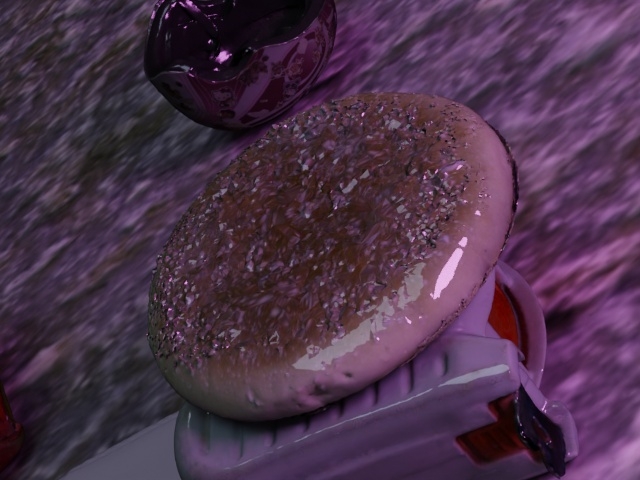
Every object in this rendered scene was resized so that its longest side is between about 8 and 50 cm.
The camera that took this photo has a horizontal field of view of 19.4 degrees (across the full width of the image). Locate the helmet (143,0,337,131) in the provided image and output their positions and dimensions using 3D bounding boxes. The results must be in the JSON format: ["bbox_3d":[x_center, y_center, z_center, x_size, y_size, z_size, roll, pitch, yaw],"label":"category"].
[{"bbox_3d":[-0.060,-0.156,1.610,0.177,0.107,0.153,-18,33,5],"label":"helmet"}]

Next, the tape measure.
[{"bbox_3d":[0.034,0.084,1.207,0.243,0.125,0.246,-21,41,21],"label":"tape measure"}]

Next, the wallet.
[{"bbox_3d":[-0.128,0.186,1.356,0.183,0.032,0.124,-30,34,18],"label":"wallet"}]

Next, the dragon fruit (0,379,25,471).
[{"bbox_3d":[-0.365,0.130,1.532,0.200,0.198,0.269,-24,51,-9],"label":"dragon fruit"}]

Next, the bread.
[{"bbox_3d":[0.000,0.000,1.184,0.267,0.040,0.267,-22,40,20],"label":"bread"}]
